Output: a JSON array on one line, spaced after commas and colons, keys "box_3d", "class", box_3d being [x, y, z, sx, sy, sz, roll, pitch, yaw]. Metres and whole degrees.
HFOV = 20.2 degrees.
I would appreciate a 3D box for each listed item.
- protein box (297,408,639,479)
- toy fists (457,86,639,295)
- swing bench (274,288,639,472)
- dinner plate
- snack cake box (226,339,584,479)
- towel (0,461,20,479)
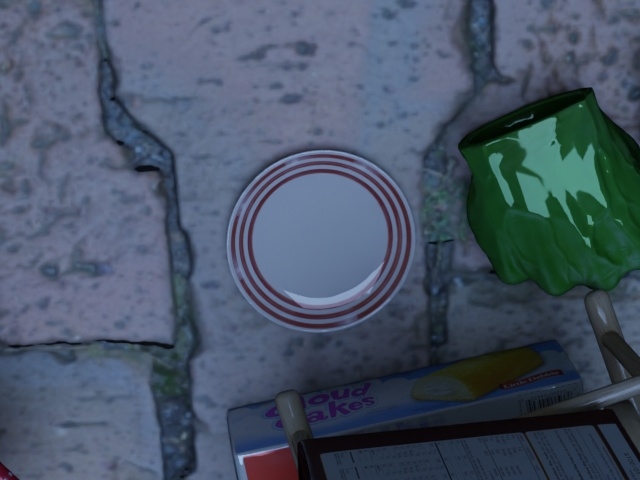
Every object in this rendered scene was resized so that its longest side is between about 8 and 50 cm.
[{"box_3d": [0.096, 0.228, 1.089, 0.201, 0.136, 0.199, -5, 113, -7], "class": "protein box"}, {"box_3d": [0.241, -0.058, 1.310, 0.279, 0.096, 0.142, -24, 102, 2], "class": "toy fists"}, {"box_3d": [0.130, 0.205, 1.244, 0.253, 0.165, 0.254, -19, 108, -1], "class": "swing bench"}, {"box_3d": [0.000, 0.000, 1.338, 0.141, 0.017, 0.141, -2, 107, -6], "class": "dinner plate"}, {"box_3d": [0.073, 0.185, 1.363, 0.264, 0.089, 0.152, -12, 109, -3], "class": "snack cake box"}, {"box_3d": [-0.333, 0.112, 1.269, 0.199, 0.031, 0.275, -22, 113, 44], "class": "towel"}]
